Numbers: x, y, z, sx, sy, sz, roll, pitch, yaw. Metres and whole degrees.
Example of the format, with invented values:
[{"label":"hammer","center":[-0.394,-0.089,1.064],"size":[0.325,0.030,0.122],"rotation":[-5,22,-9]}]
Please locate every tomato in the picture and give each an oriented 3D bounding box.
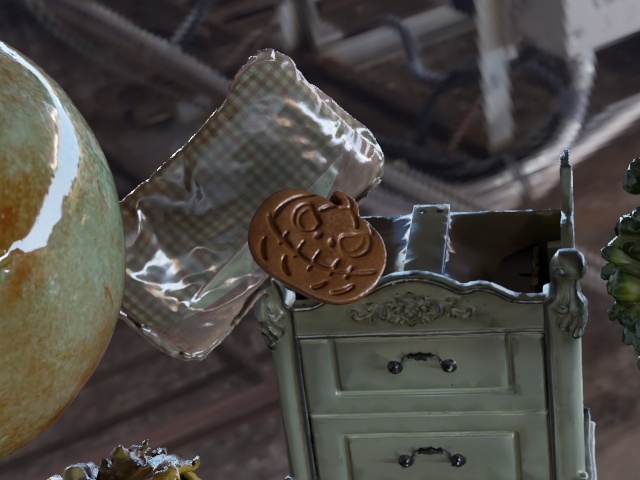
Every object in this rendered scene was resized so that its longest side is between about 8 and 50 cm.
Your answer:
[{"label":"tomato","center":[-0.234,0.006,0.980],"size":[0.223,0.270,0.270],"rotation":[12,-60,59]}]

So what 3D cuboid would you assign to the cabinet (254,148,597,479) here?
[{"label":"cabinet","center":[0.105,0.108,1.602],"size":[0.227,0.290,0.318],"rotation":[-76,162,-59]}]

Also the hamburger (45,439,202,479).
[{"label":"hamburger","center":[-0.118,0.305,1.202],"size":[0.318,0.158,0.318],"rotation":[-10,90,-83]}]

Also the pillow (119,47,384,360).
[{"label":"pillow","center":[-0.061,-0.019,1.200],"size":[0.135,0.211,0.034],"rotation":[41,3,-29]}]

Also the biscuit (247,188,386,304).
[{"label":"biscuit","center":[0.000,0.000,1.120],"size":[0.091,0.078,0.015],"rotation":[26,-28,8]}]

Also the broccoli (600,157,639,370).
[{"label":"broccoli","center":[0.386,0.009,1.331],"size":[0.334,0.324,0.272],"rotation":[28,5,5]}]
